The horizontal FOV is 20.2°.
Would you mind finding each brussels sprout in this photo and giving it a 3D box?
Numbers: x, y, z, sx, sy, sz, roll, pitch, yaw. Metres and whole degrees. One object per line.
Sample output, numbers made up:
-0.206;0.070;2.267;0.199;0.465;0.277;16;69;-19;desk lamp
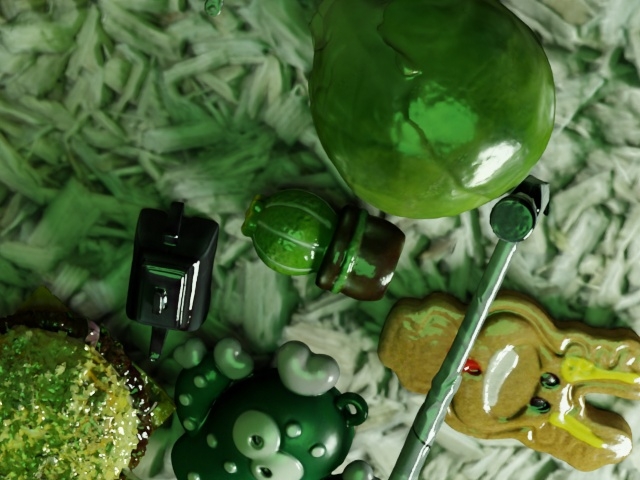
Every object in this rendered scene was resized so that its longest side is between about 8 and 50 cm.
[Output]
0.100;-0.140;1.678;0.244;0.244;0.244;4;118;7;brussels sprout

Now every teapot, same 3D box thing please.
-0.161;0.044;1.870;0.087;0.096;0.177;11;118;3;teapot

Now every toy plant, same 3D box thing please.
-0.051;0.209;1.930;0.243;0.112;0.232;1;117;21;toy plant
0.000;0.000;1.828;0.162;0.093;0.092;20;119;1;toy plant

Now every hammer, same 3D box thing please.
0.132;0.124;1.805;0.044;0.152;0.427;26;110;9;hammer

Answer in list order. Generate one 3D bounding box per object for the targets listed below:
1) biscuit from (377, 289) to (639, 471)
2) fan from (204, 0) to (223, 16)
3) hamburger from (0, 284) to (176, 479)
0.205;0.142;1.898;0.295;0.044;0.186;15;116;0;biscuit
-0.068;-0.311;1.720;0.132;0.009;0.220;23;117;-1;fan
-0.292;0.194;1.940;0.262;0.138;0.243;36;120;-6;hamburger
